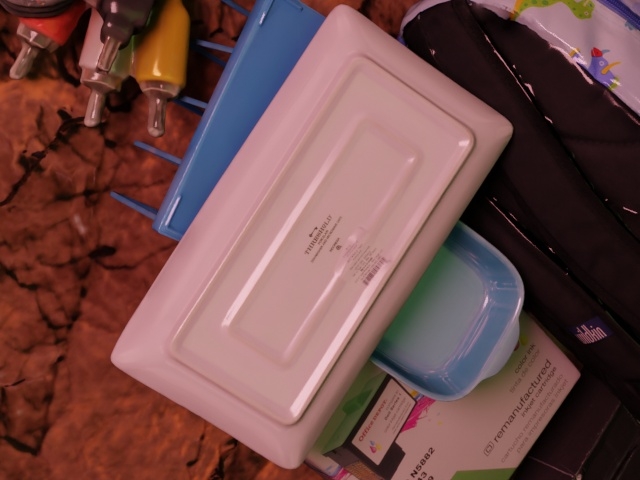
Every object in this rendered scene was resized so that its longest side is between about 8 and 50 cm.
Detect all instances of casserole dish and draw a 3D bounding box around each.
[{"bbox_3d":[0.057,0.031,0.775,0.188,0.037,0.114,35,83,-22],"label":"casserole dish"}]

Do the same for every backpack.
[{"bbox_3d":[0.209,-0.065,0.835,0.355,0.290,0.273,32,63,-2],"label":"backpack"}]

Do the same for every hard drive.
[{"bbox_3d":[0.320,0.186,1.099,0.339,0.064,0.237,-54,130,-13],"label":"hard drive"}]

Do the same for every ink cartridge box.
[{"bbox_3d":[0.051,0.097,0.895,0.201,0.117,0.278,-53,126,-10],"label":"ink cartridge box"}]

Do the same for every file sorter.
[{"bbox_3d":[-0.051,-0.075,0.776,0.118,0.104,0.170,25,89,-38],"label":"file sorter"}]

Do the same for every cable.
[{"bbox_3d":[-0.116,-0.217,0.732,0.139,0.072,0.287,23,77,-13],"label":"cable"}]

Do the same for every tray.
[{"bbox_3d":[0.000,0.000,0.710,0.145,0.030,0.270,33,87,-12],"label":"tray"}]

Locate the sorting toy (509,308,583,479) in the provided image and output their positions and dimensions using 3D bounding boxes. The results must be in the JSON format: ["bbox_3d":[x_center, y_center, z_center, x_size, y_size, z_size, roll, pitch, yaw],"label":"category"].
[{"bbox_3d":[0.199,0.173,1.081,0.193,0.038,0.208,41,75,-37],"label":"sorting toy"}]
